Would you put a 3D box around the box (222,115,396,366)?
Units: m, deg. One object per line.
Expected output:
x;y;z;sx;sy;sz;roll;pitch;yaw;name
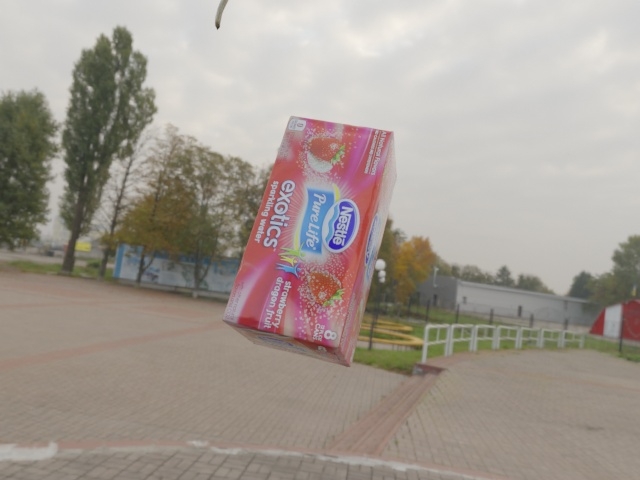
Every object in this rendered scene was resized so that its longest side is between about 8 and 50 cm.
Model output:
0.000;0.000;0.594;0.128;0.257;0.122;12;-20;14;box

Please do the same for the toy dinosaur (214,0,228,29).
-0.145;-0.427;0.695;0.064;0.268;0.118;-7;-26;-8;toy dinosaur
